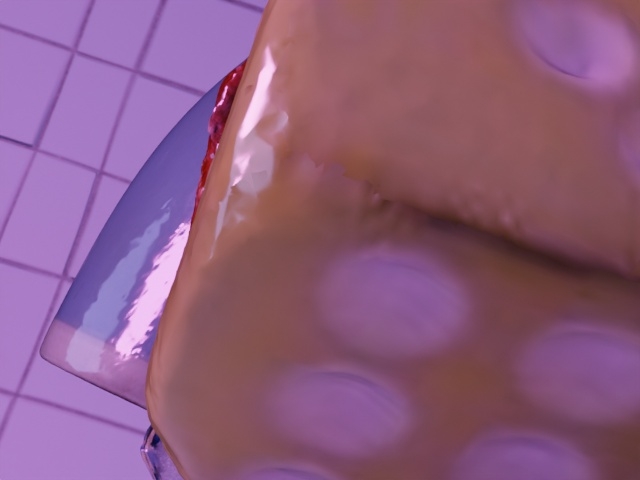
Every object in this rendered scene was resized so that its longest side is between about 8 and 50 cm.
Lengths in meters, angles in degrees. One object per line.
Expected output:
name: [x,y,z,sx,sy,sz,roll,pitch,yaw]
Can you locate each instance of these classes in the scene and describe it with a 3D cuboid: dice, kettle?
dice: [0.045,-0.003,0.581,0.169,0.166,0.169,111,175,-45]
kettle: [-0.037,0.004,1.544,0.342,0.247,0.319,-65,-23,-7]

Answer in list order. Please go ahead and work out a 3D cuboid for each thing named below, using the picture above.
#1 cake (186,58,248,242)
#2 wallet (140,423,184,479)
cake: [0.000,0.000,1.213,0.151,0.177,0.283,-111,33,-84]
wallet: [-0.070,0.217,1.272,0.141,0.059,0.202,-130,24,-87]
